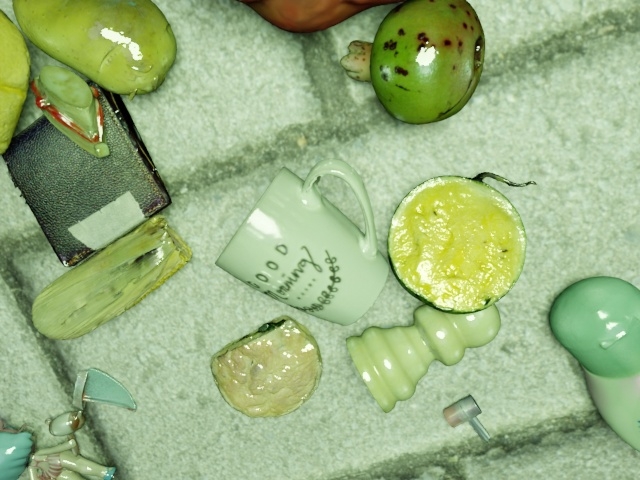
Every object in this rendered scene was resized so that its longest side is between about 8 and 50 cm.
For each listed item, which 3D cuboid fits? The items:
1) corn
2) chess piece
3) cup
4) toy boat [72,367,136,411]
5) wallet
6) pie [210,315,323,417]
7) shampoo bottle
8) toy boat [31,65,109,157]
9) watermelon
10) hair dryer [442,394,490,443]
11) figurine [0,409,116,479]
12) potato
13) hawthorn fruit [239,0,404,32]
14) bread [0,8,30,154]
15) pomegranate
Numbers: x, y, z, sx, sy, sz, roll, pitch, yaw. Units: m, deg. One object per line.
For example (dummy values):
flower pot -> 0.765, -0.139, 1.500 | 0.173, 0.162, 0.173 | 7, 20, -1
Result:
corn -> -0.364, 0.066, 0.719 | 0.305, 0.123, 0.122 | -34, 96, 8
chess piece -> 0.186, 0.171, 0.710 | 0.252, 0.144, 0.144 | -30, 98, 2
cup -> 0.000, 0.000, 0.639 | 0.234, 0.186, 0.258 | 33, 128, -10
toy boat -> -0.423, 0.303, 0.822 | 0.123, 0.034, 0.096 | 12, 102, -8
wallet -> -0.392, -0.116, 0.693 | 0.221, 0.071, 0.262 | -31, 81, 5
pie -> -0.096, 0.251, 0.775 | 0.218, 0.052, 0.184 | -26, 97, 6
shampoo bottle -> 0.533, 0.205, 0.679 | 0.349, 0.151, 0.222 | 44, 106, -6
toy boat -> -0.385, -0.208, 0.629 | 0.185, 0.089, 0.071 | 46, 141, 11
watermelon -> 0.213, 0.005, 0.666 | 0.204, 0.127, 0.231 | 12, 77, 11
hair dryer -> 0.290, 0.352, 0.783 | 0.063, 0.037, 0.114 | -36, 104, 11
figurine -> -0.538, 0.432, 0.813 | 0.260, 0.103, 0.205 | 28, 103, -12
potato -> -0.341, -0.326, 0.633 | 0.249, 0.169, 0.143 | 26, 144, 0
hawthorn fruit -> -0.002, -0.493, 0.431 | 0.473, 0.472, 0.470 | 1, 101, 3
bread -> -0.566, -0.252, 0.621 | 0.270, 0.148, 0.269 | 1, 92, 33
pomegranate -> 0.143, -0.265, 0.616 | 0.180, 0.210, 0.179 | -10, 112, -24
